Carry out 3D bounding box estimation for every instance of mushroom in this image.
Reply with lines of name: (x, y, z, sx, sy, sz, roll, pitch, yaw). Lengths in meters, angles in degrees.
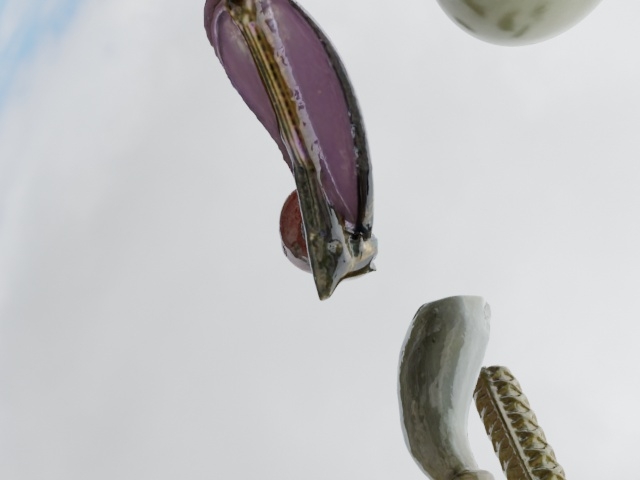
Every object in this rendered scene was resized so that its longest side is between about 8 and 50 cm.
mushroom: (0.144, 0.185, 0.933, 0.118, 0.103, 0.270, -14, -129, 28)

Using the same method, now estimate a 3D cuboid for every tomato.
tomato: (0.000, 0.000, 1.461, 0.189, 0.173, 0.099, 98, 13, -46)

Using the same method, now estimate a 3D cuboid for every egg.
egg: (0.182, -0.282, 0.705, 0.242, 0.185, 0.186, 92, 1, -63)

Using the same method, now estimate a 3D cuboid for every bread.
bread: (0.323, 0.327, 1.300, 0.084, 0.077, 0.367, -61, -160, 23)

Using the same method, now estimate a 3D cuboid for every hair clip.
hair clip: (-0.013, -0.099, 0.808, 0.095, 0.359, 0.110, -27, -154, -22)
